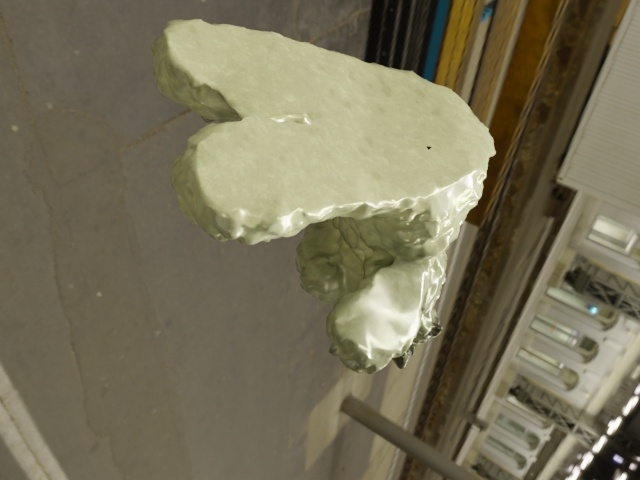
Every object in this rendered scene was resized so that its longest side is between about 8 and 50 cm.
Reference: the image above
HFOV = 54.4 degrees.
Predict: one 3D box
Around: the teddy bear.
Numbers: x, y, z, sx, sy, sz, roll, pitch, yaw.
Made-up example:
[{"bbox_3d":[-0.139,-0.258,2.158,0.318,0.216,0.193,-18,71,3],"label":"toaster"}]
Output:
[{"bbox_3d":[0.000,0.000,0.655,0.376,0.327,0.362,-2,146,-26],"label":"teddy bear"}]
